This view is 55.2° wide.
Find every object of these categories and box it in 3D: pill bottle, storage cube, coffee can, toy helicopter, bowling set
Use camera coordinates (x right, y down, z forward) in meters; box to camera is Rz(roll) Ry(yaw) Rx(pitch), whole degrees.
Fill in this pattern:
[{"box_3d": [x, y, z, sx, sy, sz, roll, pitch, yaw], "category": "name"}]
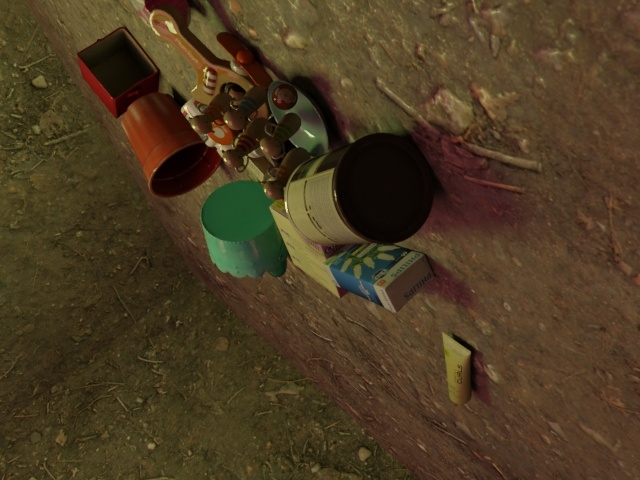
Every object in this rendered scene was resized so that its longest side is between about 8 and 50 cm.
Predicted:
[{"box_3d": [-0.304, -0.331, 1.756, 0.180, 0.108, 0.108, 54, 161, -7], "category": "pill bottle"}, {"box_3d": [-0.676, -0.561, 2.059, 0.215, 0.184, 0.193, 51, 162, -3], "category": "storage cube"}, {"box_3d": [0.065, -0.090, 1.223, 0.201, 0.201, 0.275, 55, 161, -12], "category": "coffee can"}, {"box_3d": [-0.250, -0.408, 1.433, 0.355, 0.140, 0.235, 45, 141, -20], "category": "toy helicopter"}, {"box_3d": [-0.188, -0.262, 1.688, 0.116, 0.065, 0.065, 23, 147, 55], "category": "pill bottle"}, {"box_3d": [-0.139, -0.243, 1.304, 0.287, 0.154, 0.200, 34, 147, 1], "category": "bowling set"}]

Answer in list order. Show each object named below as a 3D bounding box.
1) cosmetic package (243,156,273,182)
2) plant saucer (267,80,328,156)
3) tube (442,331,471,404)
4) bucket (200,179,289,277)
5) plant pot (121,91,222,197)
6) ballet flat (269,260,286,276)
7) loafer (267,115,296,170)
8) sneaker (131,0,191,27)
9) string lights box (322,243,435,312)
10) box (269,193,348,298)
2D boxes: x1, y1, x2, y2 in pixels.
[{"box_3d": [-0.189, -0.229, 1.788, 0.115, 0.041, 0.060, 48, 160, 7], "category": "cosmetic package"}, {"box_3d": [-0.039, -0.276, 1.362, 0.195, 0.037, 0.195, 42, 157, 22], "category": "plant saucer"}, {"box_3d": [0.354, 0.333, 1.582, 0.070, 0.062, 0.240, -1, 134, 14], "category": "tube"}, {"box_3d": [-0.232, -0.041, 1.899, 0.281, 0.281, 0.183, 40, 157, 28], "category": "bucket"}, {"box_3d": [-0.508, -0.327, 2.028, 0.265, 0.272, 0.272, 53, 162, 17], "category": "plant pot"}, {"box_3d": [-0.200, -0.003, 2.174, 0.280, 0.095, 0.096, 66, 168, -12], "category": "ballet flat"}, {"box_3d": [-0.104, -0.230, 1.534, 0.078, 0.080, 0.220, 38, 158, 31], "category": "loafer"}, {"box_3d": [-0.397, -0.582, 1.540, 0.252, 0.103, 0.111, 47, 166, 31], "category": "sneaker"}, {"box_3d": [0.135, 0.073, 1.473, 0.260, 0.133, 0.076, 19, 142, 56], "category": "string lights box"}, {"box_3d": [0.000, 0.000, 1.669, 0.214, 0.117, 0.243, 34, 156, 40], "category": "box"}]
